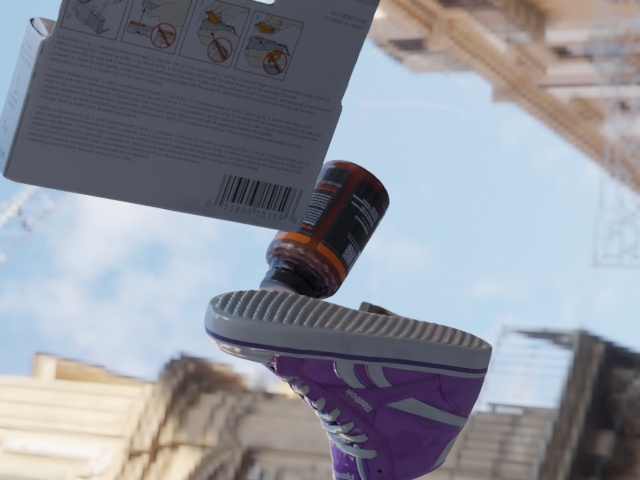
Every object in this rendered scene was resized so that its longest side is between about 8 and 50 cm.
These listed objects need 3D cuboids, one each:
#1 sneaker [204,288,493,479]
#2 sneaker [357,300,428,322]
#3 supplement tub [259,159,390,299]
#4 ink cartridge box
[{"bbox_3d":[0.013,0.140,1.426,0.282,0.102,0.161,14,-77,-28],"label":"sneaker"},{"bbox_3d":[0.095,0.151,2.182,0.222,0.118,0.083,-70,-11,-62],"label":"sneaker"},{"bbox_3d":[0.000,0.000,2.048,0.198,0.106,0.106,-57,-43,-30],"label":"supplement tub"},{"bbox_3d":[-0.108,-0.142,1.358,0.275,0.060,0.239,11,-71,-29],"label":"ink cartridge box"}]
